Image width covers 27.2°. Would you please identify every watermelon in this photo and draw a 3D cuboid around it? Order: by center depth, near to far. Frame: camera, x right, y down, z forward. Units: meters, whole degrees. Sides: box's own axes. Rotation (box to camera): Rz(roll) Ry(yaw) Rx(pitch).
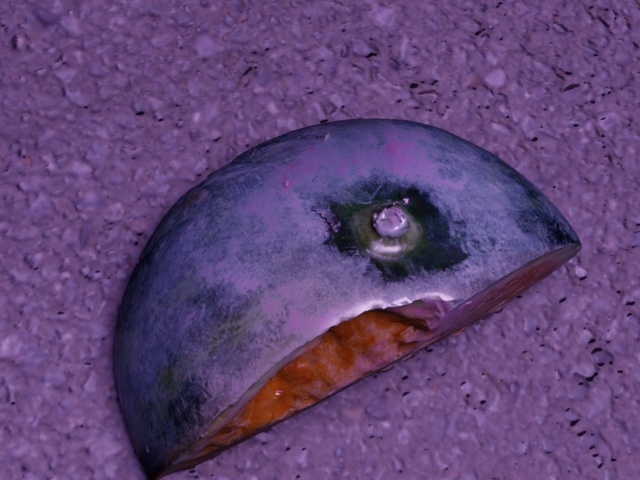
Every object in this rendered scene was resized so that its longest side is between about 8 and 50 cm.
[{"bbox_3d":[0.002,-0.002,0.845,0.322,0.175,0.188,-29,78,-21],"label":"watermelon"}]
